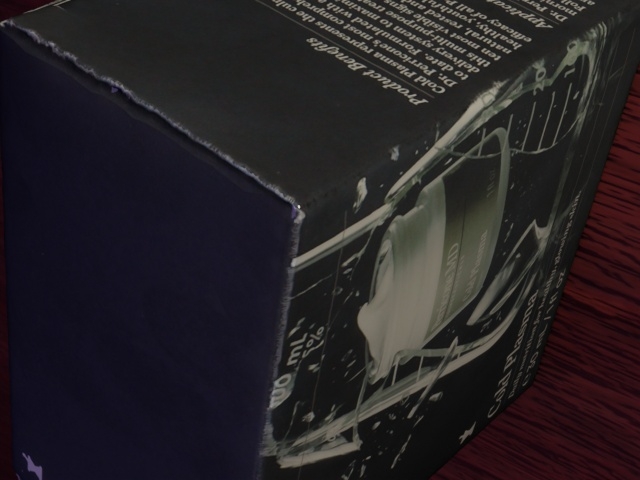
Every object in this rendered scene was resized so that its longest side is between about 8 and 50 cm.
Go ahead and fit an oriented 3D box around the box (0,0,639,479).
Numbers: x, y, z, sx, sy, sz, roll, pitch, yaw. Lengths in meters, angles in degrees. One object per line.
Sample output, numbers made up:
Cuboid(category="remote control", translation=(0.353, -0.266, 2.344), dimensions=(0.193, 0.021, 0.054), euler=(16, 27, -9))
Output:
Cuboid(category="box", translation=(0.000, 0.000, 1.074), dimensions=(0.297, 0.472, 0.480), euler=(33, 135, 27))
